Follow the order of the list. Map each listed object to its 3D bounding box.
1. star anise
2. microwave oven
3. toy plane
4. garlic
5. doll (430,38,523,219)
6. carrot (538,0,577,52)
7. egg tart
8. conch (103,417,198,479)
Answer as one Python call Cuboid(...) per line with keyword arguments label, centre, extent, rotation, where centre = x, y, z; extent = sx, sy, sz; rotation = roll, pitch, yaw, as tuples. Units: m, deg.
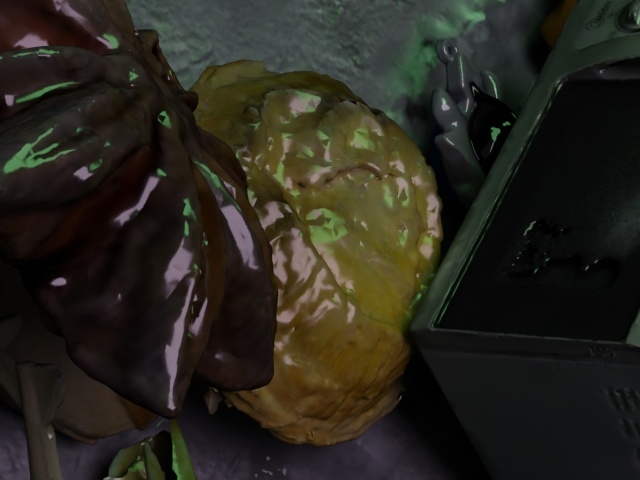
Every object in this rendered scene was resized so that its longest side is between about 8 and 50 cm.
Cuboid(label="star anise", centre=(-0.117, -0.046, 0.938), extent=(0.315, 0.108, 0.315), rotation=(51, 16, -21))
Cuboid(label="microwave oven", centre=(0.219, 0.017, 1.226), extent=(0.237, 0.181, 0.295), rotation=(59, 46, -37))
Cuboid(label="toy plane", centre=(-0.134, 0.184, 1.043), extent=(0.092, 0.108, 0.286), rotation=(-24, 110, -57))
Cuboid(label="garlic", centre=(-0.139, 0.001, 1.113), extent=(0.128, 0.115, 0.207), rotation=(8, 69, -22))
Cuboid(label="doll", centre=(0.115, -0.040, 1.304), extent=(0.096, 0.070, 0.195), rotation=(-24, 96, -49))
Cuboid(label="carrot", centre=(0.347, -0.195, 1.401), extent=(0.241, 0.340, 0.241), rotation=(43, 35, -41))
Cuboid(label="egg tart", centre=(0.000, 0.000, 1.178), extent=(0.232, 0.098, 0.252), rotation=(50, 42, -22))
Cuboid(label="conch", centre=(-0.073, 0.207, 1.113), extent=(0.095, 0.079, 0.201), rotation=(-30, 81, -7))
